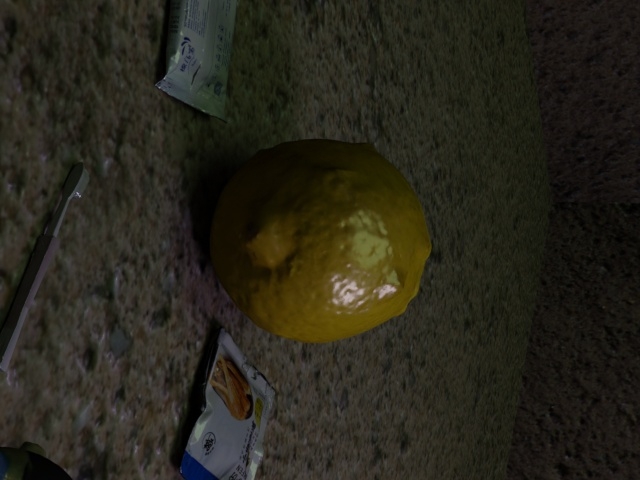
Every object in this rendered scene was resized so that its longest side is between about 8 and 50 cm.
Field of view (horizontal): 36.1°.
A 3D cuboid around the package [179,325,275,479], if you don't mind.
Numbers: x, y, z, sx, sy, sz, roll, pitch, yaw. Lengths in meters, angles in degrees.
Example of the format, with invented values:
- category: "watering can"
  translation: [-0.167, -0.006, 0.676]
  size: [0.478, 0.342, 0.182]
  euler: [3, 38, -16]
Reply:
- category: "package"
  translation: [-0.101, 0.209, 1.106]
  size: [0.171, 0.027, 0.173]
  euler: [60, 34, -52]

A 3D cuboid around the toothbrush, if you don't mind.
- category: "toothbrush"
  translation: [-0.226, 0.017, 0.797]
  size: [0.017, 0.014, 0.194]
  euler: [64, 35, -51]

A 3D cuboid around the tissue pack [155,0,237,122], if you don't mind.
- category: "tissue pack"
  translation: [-0.121, -0.231, 1.024]
  size: [0.122, 0.026, 0.193]
  euler: [26, 68, -66]

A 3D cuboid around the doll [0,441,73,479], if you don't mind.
- category: "doll"
  translation: [-0.242, 0.171, 0.691]
  size: [0.179, 0.088, 0.102]
  euler: [38, 52, -35]

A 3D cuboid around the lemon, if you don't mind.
- category: "lemon"
  translation: [0.000, 0.000, 1.076]
  size: [0.288, 0.233, 0.234]
  euler: [4, 88, -65]
